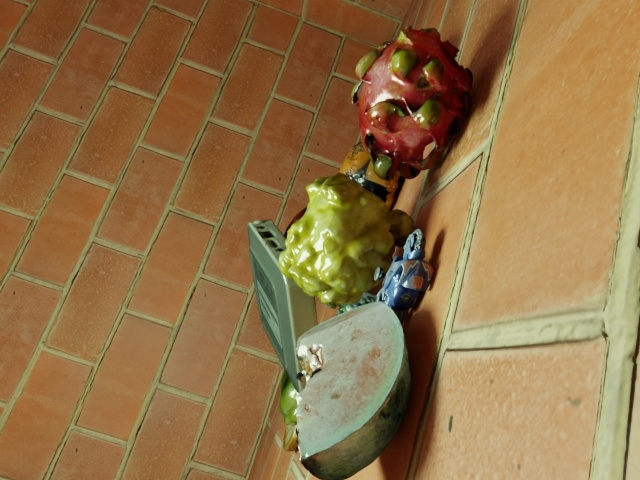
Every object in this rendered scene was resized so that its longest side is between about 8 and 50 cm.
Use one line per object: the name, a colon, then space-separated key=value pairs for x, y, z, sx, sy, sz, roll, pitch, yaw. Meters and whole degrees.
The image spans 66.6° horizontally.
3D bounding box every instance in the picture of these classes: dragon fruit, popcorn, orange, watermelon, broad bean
dragon fruit: x=0.181 y=-0.254 z=0.965 sx=0.243 sy=0.307 sz=0.227 roll=-5 pitch=38 yaw=40
popcorn: x=0.050 y=0.010 z=1.004 sx=0.250 sy=0.242 sz=0.235 roll=-58 pitch=-16 yaw=-4
orange: x=0.141 y=-0.175 z=1.394 sx=0.234 sy=0.183 sz=0.234 roll=12 pitch=-90 yaw=-83
watermelon: x=0.072 y=0.231 z=0.764 sx=0.321 sy=0.188 sz=0.175 roll=-91 pitch=-25 yaw=-60
broad bean: x=-0.045 y=0.409 z=1.416 sx=0.291 sy=0.119 sz=0.237 roll=-90 pitch=23 yaw=-75

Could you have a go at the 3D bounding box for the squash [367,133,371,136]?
squash: x=0.212 y=-0.340 z=1.676 sx=0.107 sy=0.107 sz=0.395 roll=-75 pitch=7 yaw=-47

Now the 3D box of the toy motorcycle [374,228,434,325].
toy motorcycle: x=0.144 y=0.081 z=0.863 sx=0.114 sy=0.076 sz=0.205 roll=-91 pitch=19 yaw=-58

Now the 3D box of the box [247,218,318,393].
box: x=-0.104 y=0.161 z=1.288 sx=0.367 sy=0.091 sz=0.372 roll=-136 pitch=36 yaw=-58

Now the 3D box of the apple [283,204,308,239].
apple: x=0.001 y=-0.001 z=1.385 sx=0.234 sy=0.234 sz=0.233 roll=-160 pitch=90 yaw=-86

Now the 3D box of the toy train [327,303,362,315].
toy train: x=0.046 y=0.114 z=1.161 sx=0.081 sy=0.194 sz=0.125 roll=-36 pitch=12 yaw=11

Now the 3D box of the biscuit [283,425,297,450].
biscuit: x=-0.067 y=0.554 z=1.590 sx=0.308 sy=0.040 sz=0.204 roll=-75 pitch=7 yaw=-54

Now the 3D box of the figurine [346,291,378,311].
figurine: x=0.093 y=0.157 z=1.040 sx=0.082 sy=0.094 sz=0.086 roll=-32 pitch=-53 yaw=-30
